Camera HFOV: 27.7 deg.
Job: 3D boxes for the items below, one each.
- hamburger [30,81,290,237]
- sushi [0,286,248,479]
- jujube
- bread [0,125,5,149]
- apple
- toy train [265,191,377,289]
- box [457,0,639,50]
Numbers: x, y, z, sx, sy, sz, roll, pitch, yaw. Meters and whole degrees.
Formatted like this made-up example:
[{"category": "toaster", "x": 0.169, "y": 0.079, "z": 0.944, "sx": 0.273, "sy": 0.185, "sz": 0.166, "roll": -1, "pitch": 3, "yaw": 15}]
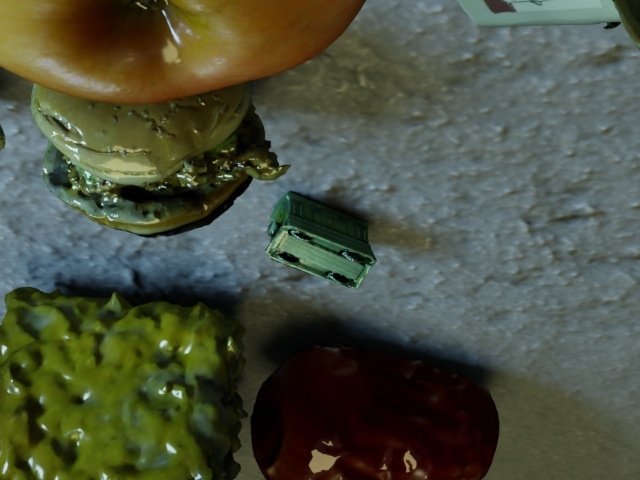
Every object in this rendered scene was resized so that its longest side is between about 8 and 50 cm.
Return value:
[{"category": "hamburger", "x": -0.105, "y": -0.081, "z": 0.858, "sx": 0.185, "sy": 0.159, "sz": 0.131, "roll": 23, "pitch": 144, "yaw": 11}, {"category": "sushi", "x": -0.185, "y": 0.263, "z": 1.170, "sx": 0.240, "sy": 0.396, "sz": 0.351, "roll": 3, "pitch": 151, "yaw": 1}, {"category": "jujube", "x": 0.052, "y": 0.177, "z": 1.209, "sx": 0.230, "sy": 0.155, "sz": 0.155, "roll": 10, "pitch": 146, "yaw": -10}, {"category": "bread", "x": -0.300, "y": -0.088, "z": 0.915, "sx": 0.156, "sy": 0.117, "sz": 0.064, "roll": 22, "pitch": 141, "yaw": -20}, {"category": "apple", "x": -0.076, "y": -0.178, "z": 0.636, "sx": 0.242, "sy": 0.241, "sz": 0.242, "roll": 5, "pitch": 142, "yaw": 4}, {"category": "toy train", "x": 0.000, "y": 0.000, "z": 1.041, "sx": 0.093, "sy": 0.056, "sz": 0.038, "roll": 21, "pitch": 126, "yaw": -19}, {"category": "box", "x": 0.101, "y": -0.239, "z": 0.540, "sx": 0.166, "sy": 0.220, "sz": 0.290, "roll": -3, "pitch": 147, "yaw": 35}]
